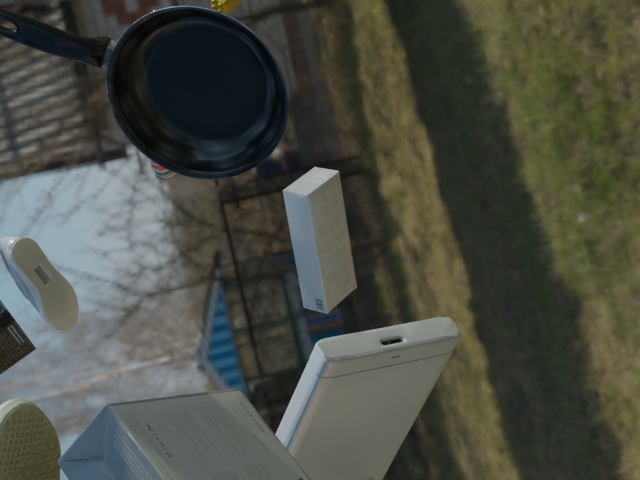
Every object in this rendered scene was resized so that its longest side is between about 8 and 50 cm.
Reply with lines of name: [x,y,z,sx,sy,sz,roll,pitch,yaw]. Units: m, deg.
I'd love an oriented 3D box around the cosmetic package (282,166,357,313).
cosmetic package: [0.000,0.000,2.207,0.060,0.099,0.239,13,125,36]

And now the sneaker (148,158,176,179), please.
sneaker: [-0.249,-0.187,2.202,0.161,0.057,0.075,-57,-29,-21]

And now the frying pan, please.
frying pan: [-0.189,-0.160,1.331,0.053,0.326,0.197,-68,-23,-56]

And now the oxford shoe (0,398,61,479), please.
oxford shoe: [-0.531,0.430,2.188,0.130,0.169,0.449,26,142,22]

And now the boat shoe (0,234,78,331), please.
boat shoe: [-0.442,0.065,1.951,0.063,0.066,0.184,16,147,46]

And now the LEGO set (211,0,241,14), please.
LEGO set: [-0.110,-0.321,1.448,0.227,0.093,0.087,31,150,21]

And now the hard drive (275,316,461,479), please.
hard drive: [0.044,0.262,1.834,0.047,0.233,0.353,56,139,34]

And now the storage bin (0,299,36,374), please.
storage bin: [-0.604,0.153,2.294,0.122,0.084,0.180,48,165,21]

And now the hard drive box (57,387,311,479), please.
hard drive box: [-0.116,0.247,1.247,0.181,0.089,0.232,49,-160,22]
